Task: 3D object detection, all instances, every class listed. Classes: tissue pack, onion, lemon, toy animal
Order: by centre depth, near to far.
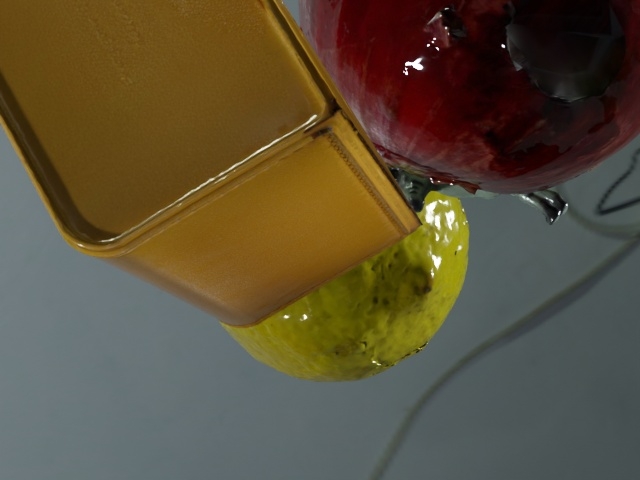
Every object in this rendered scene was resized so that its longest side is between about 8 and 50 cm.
[{"bbox_3d":[-0.069,-0.076,0.821,0.145,0.274,0.194,-30,75,4],"label":"tissue pack"},{"bbox_3d":[0.138,-0.190,1.275,0.341,0.341,0.341,3,81,-20],"label":"onion"},{"bbox_3d":[0.175,-0.098,1.485,0.176,0.073,0.217,30,85,11],"label":"toy animal"},{"bbox_3d":[0.000,0.000,1.928,0.349,0.387,0.350,-15,114,-36],"label":"lemon"}]
